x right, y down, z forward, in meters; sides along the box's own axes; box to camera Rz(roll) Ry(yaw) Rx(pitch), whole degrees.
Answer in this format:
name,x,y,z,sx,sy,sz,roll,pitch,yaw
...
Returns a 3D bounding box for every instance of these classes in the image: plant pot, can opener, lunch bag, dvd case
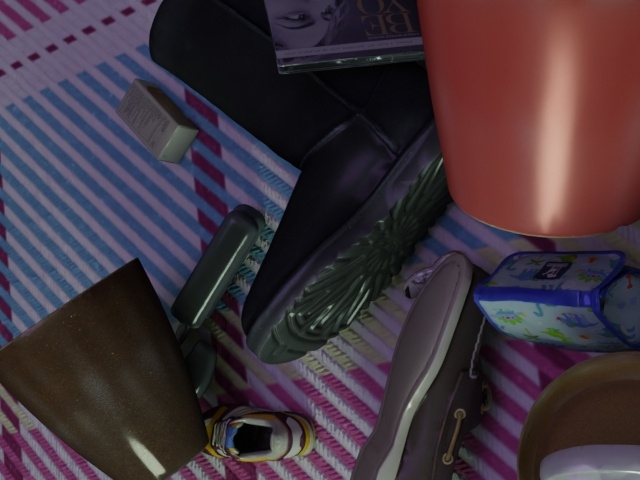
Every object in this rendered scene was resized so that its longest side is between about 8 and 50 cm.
name,x,y,z,sx,sy,sz,roll,pitch,yaw
plant pot,-0.240,0.175,1.318,0.215,0.215,0.230,-32,93,30
plant pot,0.218,-0.151,1.020,0.275,0.275,0.243,22,125,37
can opener,-0.142,0.086,1.412,0.093,0.074,0.280,28,107,1
plant pot,0.292,0.215,1.005,0.236,0.032,0.236,0,63,0
lunch bag,0.236,0.058,1.065,0.129,0.151,0.096,-1,85,38
dvd case,0.019,-0.269,1.237,0.018,0.165,0.221,91,170,-50

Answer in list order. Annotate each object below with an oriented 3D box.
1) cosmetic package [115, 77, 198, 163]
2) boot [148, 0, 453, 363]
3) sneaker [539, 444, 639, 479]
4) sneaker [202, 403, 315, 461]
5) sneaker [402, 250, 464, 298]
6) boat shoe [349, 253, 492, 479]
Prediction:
name,x,y,z,sx,sy,sz,roll,pitch,yaw
cosmetic package,-0.220,-0.160,1.503,0.115,0.041,0.060,48,113,30
boot,-0.068,-0.128,1.294,0.367,0.146,0.445,-47,63,1
sneaker,0.316,0.271,0.900,0.293,0.108,0.169,12,61,3
sneaker,-0.100,0.230,1.344,0.185,0.084,0.069,-9,80,36
sneaker,0.126,0.046,1.225,0.083,0.032,0.037,-37,64,29
boat shoe,0.120,0.176,1.176,0.116,0.097,0.324,-143,71,-77
